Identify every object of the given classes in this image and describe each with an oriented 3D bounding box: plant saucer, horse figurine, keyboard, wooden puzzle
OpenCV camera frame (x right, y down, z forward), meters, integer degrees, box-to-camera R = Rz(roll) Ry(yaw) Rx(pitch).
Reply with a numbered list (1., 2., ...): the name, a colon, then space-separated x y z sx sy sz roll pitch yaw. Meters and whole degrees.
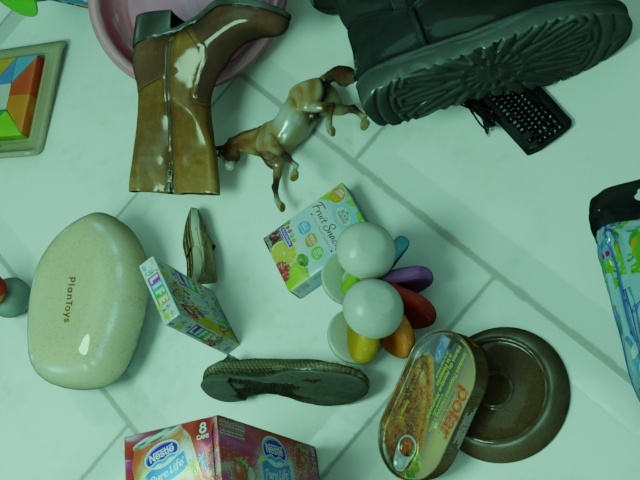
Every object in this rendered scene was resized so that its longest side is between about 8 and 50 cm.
1. plant saucer: -0.206 -0.397 1.540 0.332 0.084 0.332 -1 86 14
2. plant saucer: 0.214 0.182 1.158 0.168 0.029 0.169 -11 64 24
3. horse figurine: -0.030 -0.166 1.404 0.263 0.066 0.174 -46 42 13
4. keyboard: 0.244 -0.193 1.296 0.100 0.038 0.192 -40 56 8
5. wooden puzzle: -0.577 -0.257 1.750 0.220 0.044 0.239 -1 69 28

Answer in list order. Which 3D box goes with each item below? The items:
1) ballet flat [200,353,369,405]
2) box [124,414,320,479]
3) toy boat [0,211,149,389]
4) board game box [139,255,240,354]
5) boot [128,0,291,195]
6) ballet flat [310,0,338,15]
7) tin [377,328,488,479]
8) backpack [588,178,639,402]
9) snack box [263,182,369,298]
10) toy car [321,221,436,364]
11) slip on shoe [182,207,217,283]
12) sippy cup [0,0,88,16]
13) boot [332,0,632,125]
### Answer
1. ballet flat: -0.048 0.178 1.275 0.249 0.084 0.058 -6 42 29
2. box: -0.106 0.296 1.139 0.128 0.257 0.123 -17 64 21
3. toy boat: -0.397 0.087 1.466 0.318 0.148 0.268 4 76 21
4. board game box: -0.179 0.092 1.326 0.026 0.154 0.103 -37 57 9
5. boot: -0.167 -0.207 1.420 0.264 0.096 0.281 -2 83 14
6. ballet flat: 0.081 -0.467 1.463 0.095 0.096 0.280 38 89 35
7. tin: 0.136 0.200 1.156 0.106 0.040 0.190 33 103 49
8. backpack: 0.433 0.097 0.969 0.290 0.273 0.356 -7 78 18
9. snack box: 0.000 0.000 1.341 0.141 0.037 0.100 -35 59 10
10. toy car: 0.080 0.066 1.222 0.136 0.159 0.182 -1 67 -12
11. slip on shoe: -0.178 0.009 1.432 0.135 0.041 0.051 -103 29 -42
12. sippy cup: -0.413 -0.507 1.676 0.224 0.240 0.306 25 91 22
13. boot: 0.175 -0.410 1.310 0.366 0.146 0.445 -14 65 1
